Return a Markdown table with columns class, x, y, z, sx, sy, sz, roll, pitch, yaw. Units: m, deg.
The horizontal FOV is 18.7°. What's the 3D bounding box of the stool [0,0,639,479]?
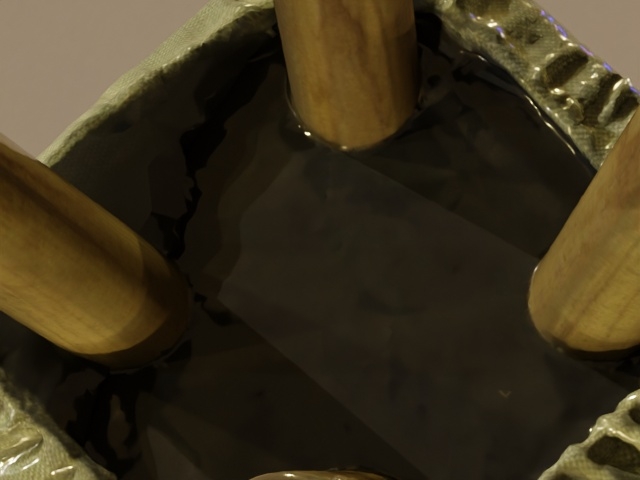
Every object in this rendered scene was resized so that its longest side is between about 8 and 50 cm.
| class | x | y | z | sx | sy | sz | roll | pitch | yaw |
| --- | --- | --- | --- | --- | --- | --- | --- | --- | --- |
| stool | 0.000 | 0.000 | 0.698 | 0.310 | 0.226 | 0.310 | -45 | -113 | -10 |
